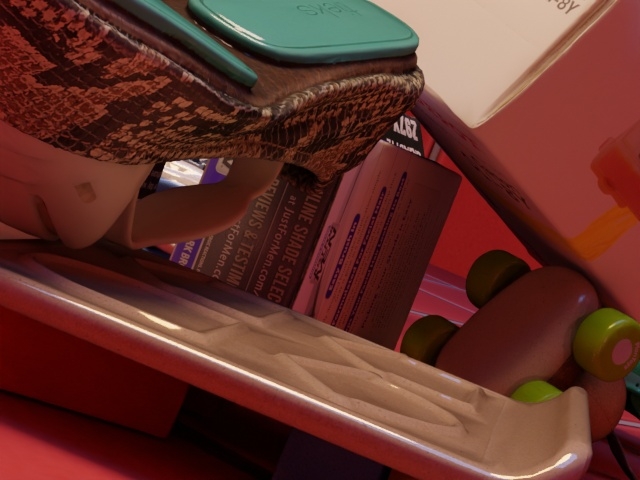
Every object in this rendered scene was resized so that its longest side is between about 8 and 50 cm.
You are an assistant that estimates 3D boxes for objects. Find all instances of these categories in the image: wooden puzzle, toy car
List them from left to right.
[{"bbox_3d":[-0.034,0.077,0.916,0.347,0.080,0.322,17,2,8],"label":"wooden puzzle"},{"bbox_3d":[0.180,0.125,1.338,0.155,0.149,0.188,32,-18,49],"label":"toy car"}]

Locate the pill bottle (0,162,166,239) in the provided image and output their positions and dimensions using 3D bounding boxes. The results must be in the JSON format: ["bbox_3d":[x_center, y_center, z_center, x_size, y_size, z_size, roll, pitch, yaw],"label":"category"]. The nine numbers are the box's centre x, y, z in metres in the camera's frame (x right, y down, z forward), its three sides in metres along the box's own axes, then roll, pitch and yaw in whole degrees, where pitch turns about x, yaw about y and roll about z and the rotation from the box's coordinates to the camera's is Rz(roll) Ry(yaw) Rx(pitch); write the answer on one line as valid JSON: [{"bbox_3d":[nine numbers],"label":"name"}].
[{"bbox_3d":[-0.170,-0.128,1.146,0.181,0.323,0.181,21,3,-1],"label":"pill bottle"}]

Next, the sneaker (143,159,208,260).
[{"bbox_3d":[-0.093,-0.003,1.459,0.322,0.130,0.236,22,9,-27],"label":"sneaker"}]

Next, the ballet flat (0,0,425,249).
[{"bbox_3d":[-0.092,-0.076,0.973,0.164,0.182,0.483,35,15,23],"label":"ballet flat"}]

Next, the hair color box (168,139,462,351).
[{"bbox_3d":[0.000,0.000,1.362,0.110,0.185,0.339,22,3,16],"label":"hair color box"}]

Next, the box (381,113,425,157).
[{"bbox_3d":[-0.089,-0.080,1.733,0.322,0.079,0.257,-11,-13,24],"label":"box"}]

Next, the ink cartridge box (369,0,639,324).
[{"bbox_3d":[0.201,-0.086,1.384,0.385,0.160,0.279,46,1,-39],"label":"ink cartridge box"}]

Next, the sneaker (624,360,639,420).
[{"bbox_3d":[0.348,0.135,1.616,0.295,0.123,0.109,-2,-38,31],"label":"sneaker"}]
